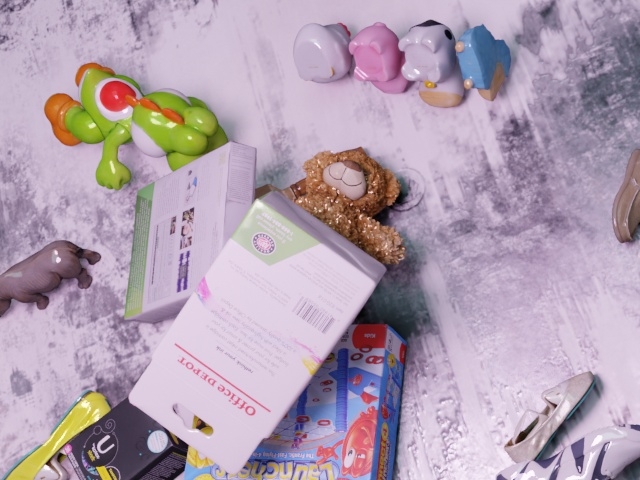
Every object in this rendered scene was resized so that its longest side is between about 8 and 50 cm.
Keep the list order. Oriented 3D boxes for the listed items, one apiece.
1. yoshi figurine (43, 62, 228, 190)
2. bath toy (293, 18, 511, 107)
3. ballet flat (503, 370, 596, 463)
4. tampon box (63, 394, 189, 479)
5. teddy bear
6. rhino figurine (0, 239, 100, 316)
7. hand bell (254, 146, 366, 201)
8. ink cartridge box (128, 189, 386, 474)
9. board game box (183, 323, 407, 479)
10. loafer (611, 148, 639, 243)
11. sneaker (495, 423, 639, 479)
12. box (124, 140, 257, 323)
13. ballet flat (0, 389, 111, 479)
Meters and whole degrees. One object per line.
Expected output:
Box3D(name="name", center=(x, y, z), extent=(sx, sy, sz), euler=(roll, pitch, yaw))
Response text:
Box3D(name="yoshi figurine", center=(-0.294, -0.186, 2.218), extent=(0.362, 0.203, 0.203), euler=(19, 108, 40))
Box3D(name="bath toy", center=(0.124, -0.295, 2.080), extent=(0.348, 0.151, 0.129), euler=(9, 36, 30))
Box3D(name="ballet flat", center=(0.320, 0.243, 1.811), extent=(0.052, 0.057, 0.168), euler=(37, 88, -5))
Box3D(name="tampon box", center=(-0.296, 0.334, 2.030), extent=(0.161, 0.101, 0.120), euler=(-39, 60, 5))
Box3D(name="teddy bear", center=(0.000, 0.000, 1.960), extent=(0.245, 0.113, 0.338), euler=(31, 74, 35))
Box3D(name="rhino figurine", center=(-0.504, 0.073, 2.225), extent=(0.243, 0.106, 0.073), euler=(-27, 61, 12))
Box3D(name="hand bell", center=(-0.033, -0.085, 2.096), extent=(0.242, 0.126, 0.126), euler=(-30, 60, -4))
Box3D(name="ink cartridge box", center=(-0.092, 0.131, 1.827), extent=(0.207, 0.119, 0.353), euler=(36, 104, 2))
Box3D(name="board game box", center=(-0.041, 0.282, 1.934), extent=(0.308, 0.086, 0.302), euler=(-3, 64, 23))
Box3D(name="loafer", center=(0.463, -0.065, 1.874), extent=(0.050, 0.056, 0.148), euler=(8, 73, 33))
Box3D(name="sneaker", center=(0.362, 0.350, 1.734), extent=(0.235, 0.094, 0.153), euler=(-23, 64, 14))
Box3D(name="box", center=(-0.211, -0.005, 2.055), extent=(0.322, 0.058, 0.232), euler=(-18, 63, 52))
Box3D(name="ballet flat", center=(-0.426, 0.347, 2.105), extent=(0.077, 0.077, 0.231), euler=(43, 89, 14))
